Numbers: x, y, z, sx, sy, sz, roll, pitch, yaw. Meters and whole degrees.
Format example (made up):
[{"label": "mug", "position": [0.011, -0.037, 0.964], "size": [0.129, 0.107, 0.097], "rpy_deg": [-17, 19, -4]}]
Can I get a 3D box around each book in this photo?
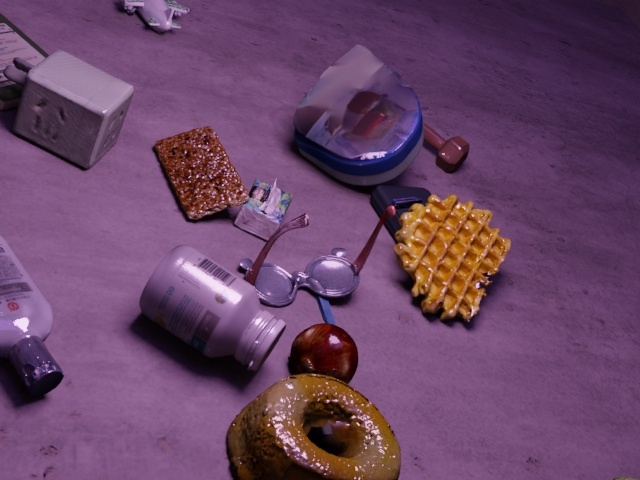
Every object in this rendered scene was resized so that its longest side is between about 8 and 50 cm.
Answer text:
[{"label": "book", "position": [-0.640, -0.364, 1.847], "size": [0.264, 0.027, 0.202], "rpy_deg": [40, 37, 15]}]

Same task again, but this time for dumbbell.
[{"label": "dumbbell", "position": [0.266, -0.268, 2.313], "size": [0.231, 0.092, 0.082], "rpy_deg": [40, 6, 17]}]

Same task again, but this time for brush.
[{"label": "brush", "position": [0.017, 0.145, 1.671], "size": [0.051, 0.014, 0.164], "rpy_deg": [9, 38, -28]}]

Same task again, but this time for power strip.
[{"label": "power strip", "position": [-0.487, -0.259, 1.723], "size": [0.224, 0.140, 0.139], "rpy_deg": [26, 35, -2]}]

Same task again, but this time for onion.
[{"label": "onion", "position": [0.008, 0.191, 1.526], "size": [0.117, 0.119, 0.118], "rpy_deg": [42, 36, 11]}]

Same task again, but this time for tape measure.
[{"label": "tape measure", "position": [0.099, -0.256, 2.041], "size": [0.262, 0.138, 0.259], "rpy_deg": [35, 75, 17]}]

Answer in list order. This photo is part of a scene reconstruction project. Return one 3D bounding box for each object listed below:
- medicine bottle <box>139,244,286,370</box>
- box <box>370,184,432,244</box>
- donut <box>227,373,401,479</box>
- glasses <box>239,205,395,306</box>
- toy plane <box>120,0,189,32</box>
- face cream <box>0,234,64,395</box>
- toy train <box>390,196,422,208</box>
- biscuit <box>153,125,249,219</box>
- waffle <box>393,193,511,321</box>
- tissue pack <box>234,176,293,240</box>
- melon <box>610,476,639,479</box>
[{"label": "medicine bottle", "position": [-0.167, 0.114, 1.473], "size": [0.215, 0.135, 0.135], "rpy_deg": [33, 35, 6]}, {"label": "box", "position": [0.218, -0.030, 2.003], "size": [0.160, 0.050, 0.230], "rpy_deg": [1, 44, -34]}, {"label": "donut", "position": [0.005, 0.304, 1.380], "size": [0.272, 0.107, 0.272], "rpy_deg": [20, 36, -16]}, {"label": "glasses", "position": [0.000, 0.000, 1.625], "size": [0.234, 0.268, 0.118], "rpy_deg": [-4, 54, -27]}, {"label": "toy plane", "position": [-0.399, -0.563, 2.226], "size": [0.174, 0.080, 0.174], "rpy_deg": [18, 34, -13]}, {"label": "face cream", "position": [-0.463, 0.101, 1.337], "size": [0.144, 0.071, 0.291], "rpy_deg": [-17, 54, -45]}, {"label": "toy train", "position": [0.186, -0.082, 1.987], "size": [0.083, 0.017, 0.017], "rpy_deg": [-9, 42, -39]}, {"label": "biscuit", "position": [-0.234, -0.137, 1.796], "size": [0.131, 0.025, 0.231], "rpy_deg": [-21, 51, -14]}, {"label": "waffle", "position": [0.272, 0.037, 1.883], "size": [0.309, 0.065, 0.283], "rpy_deg": [0, 65, -31]}, {"label": "tissue pack", "position": [-0.106, -0.068, 1.798], "size": [0.085, 0.079, 0.111], "rpy_deg": [26, 34, -3]}, {"label": "melon", "position": [0.506, 0.474, 1.553], "size": [0.118, 0.064, 0.209], "rpy_deg": [45, 35, 24]}]
